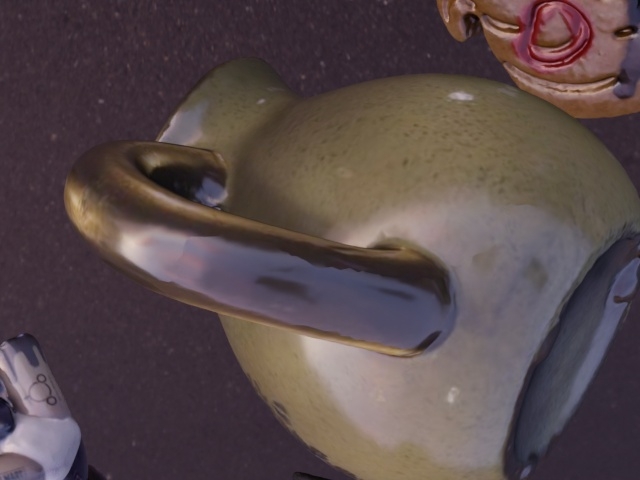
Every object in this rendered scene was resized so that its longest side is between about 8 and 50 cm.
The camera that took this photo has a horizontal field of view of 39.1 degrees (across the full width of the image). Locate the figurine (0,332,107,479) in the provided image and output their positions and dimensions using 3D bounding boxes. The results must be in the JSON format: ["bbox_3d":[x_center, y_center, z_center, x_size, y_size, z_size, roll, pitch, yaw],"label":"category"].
[{"bbox_3d":[-0.226,0.169,0.674,0.145,0.145,0.222,6,150,-16],"label":"figurine"}]

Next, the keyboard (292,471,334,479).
[{"bbox_3d":[0.055,0.070,0.175,0.064,0.010,0.198,34,160,-16],"label":"keyboard"}]

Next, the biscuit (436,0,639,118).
[{"bbox_3d":[0.257,-0.289,0.958,0.314,0.063,0.367,-11,121,39],"label":"biscuit"}]

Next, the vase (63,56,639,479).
[{"bbox_3d":[0.000,0.000,0.515,0.329,0.302,0.241,6,109,-58],"label":"vase"}]
